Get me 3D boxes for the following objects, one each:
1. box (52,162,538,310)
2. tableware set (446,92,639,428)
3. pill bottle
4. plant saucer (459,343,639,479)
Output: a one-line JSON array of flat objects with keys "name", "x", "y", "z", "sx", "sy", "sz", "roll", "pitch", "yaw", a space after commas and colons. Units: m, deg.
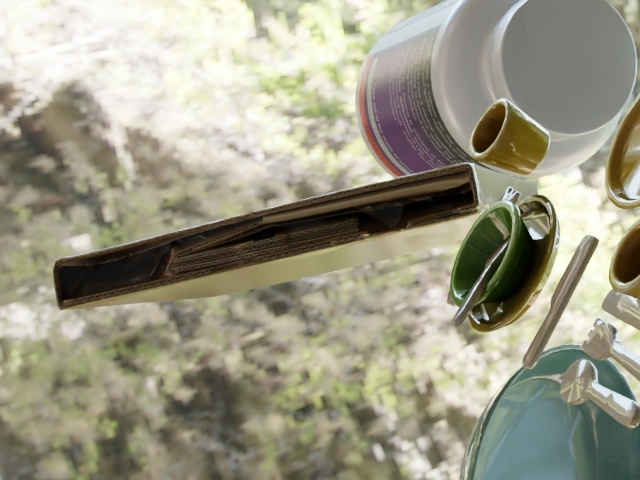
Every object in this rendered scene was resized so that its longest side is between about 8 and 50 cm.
[{"name": "box", "x": 0.000, "y": 0.000, "z": 0.719, "sx": 0.164, "sy": 0.201, "sz": 0.021, "roll": -13, "pitch": -93, "yaw": 13}, {"name": "tableware set", "x": 0.076, "y": -0.012, "z": 0.517, "sx": 0.104, "sy": 0.024, "sz": 0.154, "roll": -63, "pitch": -161, "yaw": 4}, {"name": "pill bottle", "x": 0.159, "y": -0.140, "z": 1.586, "sx": 0.323, "sy": 0.181, "sz": 0.181, "roll": 173, "pitch": -98, "yaw": -73}, {"name": "plant saucer", "x": 0.092, "y": 0.101, "z": 0.713, "sx": 0.021, "sy": 0.119, "sz": 0.119, "roll": 2, "pitch": -77, "yaw": 45}]
